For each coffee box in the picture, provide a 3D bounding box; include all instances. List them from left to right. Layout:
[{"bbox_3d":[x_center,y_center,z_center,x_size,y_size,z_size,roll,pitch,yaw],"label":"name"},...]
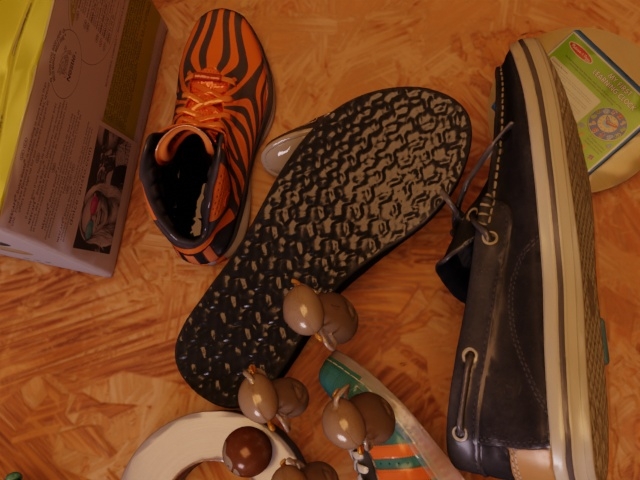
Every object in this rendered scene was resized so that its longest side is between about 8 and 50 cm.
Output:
[{"bbox_3d":[-0.398,-0.174,0.975,0.338,0.334,0.338,11,81,7],"label":"coffee box"}]

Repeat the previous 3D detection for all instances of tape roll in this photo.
[{"bbox_3d":[-0.115,0.301,1.001,0.219,0.072,0.219,-1,80,4],"label":"tape roll"}]

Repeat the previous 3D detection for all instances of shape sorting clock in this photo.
[{"bbox_3d":[0.304,-0.155,1.059,0.206,0.040,0.206,-2,82,16],"label":"shape sorting clock"}]

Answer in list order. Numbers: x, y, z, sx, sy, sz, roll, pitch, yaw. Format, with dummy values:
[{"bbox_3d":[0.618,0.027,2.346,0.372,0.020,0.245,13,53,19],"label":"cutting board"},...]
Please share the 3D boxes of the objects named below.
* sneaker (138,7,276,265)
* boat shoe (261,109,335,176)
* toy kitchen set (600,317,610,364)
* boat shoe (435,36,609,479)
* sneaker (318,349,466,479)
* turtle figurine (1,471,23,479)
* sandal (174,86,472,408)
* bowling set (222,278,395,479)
[{"bbox_3d":[-0.126,-0.136,1.023,0.125,0.180,0.321,0,80,5],"label":"sneaker"},{"bbox_3d":[0.029,-0.126,1.080,0.206,0.075,0.065,-13,36,8],"label":"boat shoe"},{"bbox_3d":[0.263,0.185,0.940,0.122,0.166,0.207,-5,80,4],"label":"toy kitchen set"},{"bbox_3d":[0.198,0.006,0.913,0.156,0.187,0.499,-8,63,25],"label":"boat shoe"},{"bbox_3d":[0.080,0.262,0.973,0.121,0.108,0.302,-38,81,-7],"label":"sneaker"},{"bbox_3d":[-0.390,0.339,0.997,0.234,0.118,0.175,18,67,23],"label":"turtle figurine"},{"bbox_3d":[-0.003,-0.001,1.040,0.167,0.107,0.445,43,99,9],"label":"sandal"},{"bbox_3d":[-0.020,0.203,0.879,0.200,0.154,0.287,-29,74,11],"label":"bowling set"}]
